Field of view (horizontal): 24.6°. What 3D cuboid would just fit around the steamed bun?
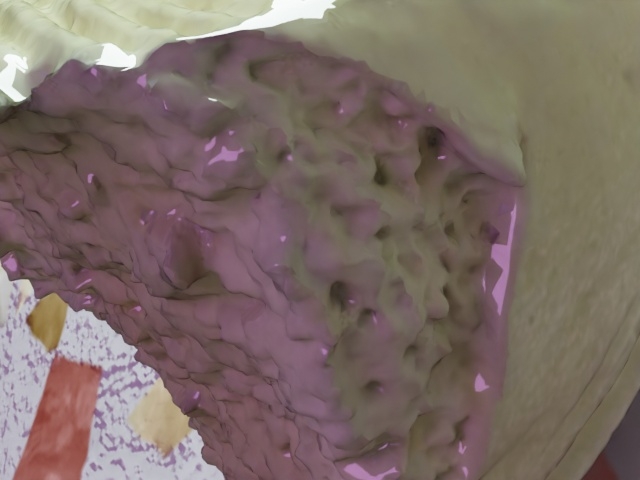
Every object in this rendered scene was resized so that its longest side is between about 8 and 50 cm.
[{"bbox_3d":[0.000,0.000,0.576,0.290,0.273,0.272,26,140,56],"label":"steamed bun"}]
